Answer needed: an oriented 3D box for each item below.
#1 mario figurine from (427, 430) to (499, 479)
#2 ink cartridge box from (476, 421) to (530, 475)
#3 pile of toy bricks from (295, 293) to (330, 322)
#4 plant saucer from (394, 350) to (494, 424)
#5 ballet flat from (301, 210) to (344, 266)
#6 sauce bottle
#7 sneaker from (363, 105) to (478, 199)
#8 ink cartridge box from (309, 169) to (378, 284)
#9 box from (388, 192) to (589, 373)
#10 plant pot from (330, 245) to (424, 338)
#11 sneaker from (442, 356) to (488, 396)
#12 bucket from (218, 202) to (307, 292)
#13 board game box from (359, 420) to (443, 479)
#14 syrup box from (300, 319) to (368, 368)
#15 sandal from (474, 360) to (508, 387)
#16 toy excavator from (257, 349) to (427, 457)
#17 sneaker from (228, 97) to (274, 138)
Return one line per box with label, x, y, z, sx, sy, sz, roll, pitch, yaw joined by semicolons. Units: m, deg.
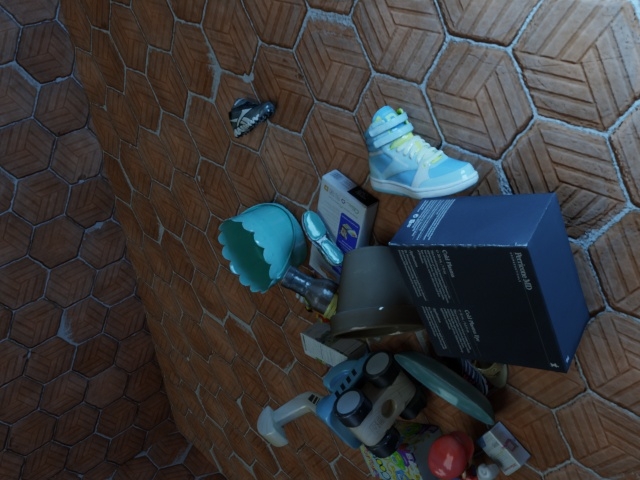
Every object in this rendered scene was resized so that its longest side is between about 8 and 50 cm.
mario figurine;0.421;0.639;1.890;0.198;0.170;0.321;-8;139;19
ink cartridge box;0.506;0.578;1.807;0.122;0.052;0.088;49;146;19
pile of toy bricks;0.013;0.186;2.136;0.212;0.118;0.105;41;117;53
plant saucer;0.344;0.391;1.780;0.317;0.044;0.317;34;168;8
ballet flat;0.000;0.000;1.919;0.188;0.070;0.070;59;147;6
sauce bottle;0.046;0.184;1.956;0.344;0.111;0.111;30;142;3
sneaker;0.215;-0.213;1.525;0.319;0.127;0.208;9;123;49
ink cartridge box;0.061;-0.014;1.934;0.175;0.069;0.371;39;139;27
box;0.368;0.089;1.404;0.312;0.179;0.343;2;129;41
plant pot;0.148;0.142;1.788;0.263;0.263;0.229;-30;61;57
sneaker;0.388;0.361;1.777;0.170;0.074;0.063;58;147;2
bucket;-0.189;0.016;2.178;0.281;0.183;0.281;32;138;35
board game box;0.272;0.687;2.116;0.275;0.144;0.142;-14;102;55
syrup box;0.047;0.366;2.214;0.236;0.093;0.096;19;129;45
sandal;0.423;0.300;1.680;0.088;0.079;0.240;21;131;44
toy excavator;0.047;0.521;2.061;0.222;0.433;0.445;50;162;-27
sneaker;-0.225;-0.396;2.008;0.234;0.078;0.106;-17;103;58
